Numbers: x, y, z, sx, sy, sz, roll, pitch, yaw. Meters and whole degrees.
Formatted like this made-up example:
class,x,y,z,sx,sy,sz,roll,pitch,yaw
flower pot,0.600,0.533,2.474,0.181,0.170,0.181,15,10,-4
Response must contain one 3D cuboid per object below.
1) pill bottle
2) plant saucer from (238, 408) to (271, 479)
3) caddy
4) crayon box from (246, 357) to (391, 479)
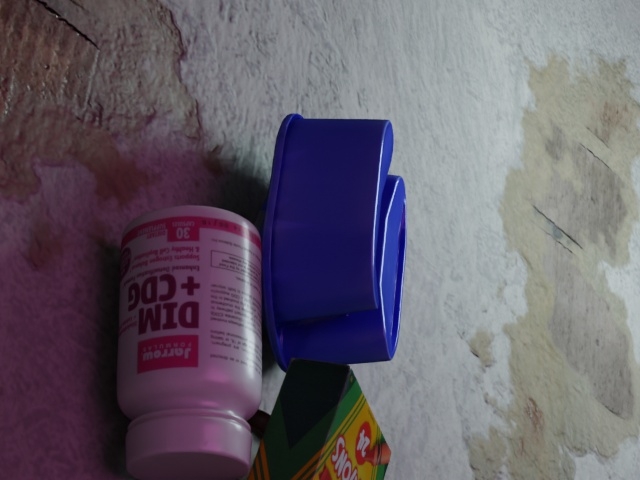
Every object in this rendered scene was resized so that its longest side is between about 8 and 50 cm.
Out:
class,x,y,z,sx,sy,sz,roll,pitch,yaw
pill bottle,-0.144,0.118,1.865,0.160,0.160,0.283,23,55,-42
plant saucer,-0.080,0.279,1.973,0.168,0.029,0.168,25,56,-42
caddy,0.000,0.000,2.067,0.241,0.179,0.341,73,19,-50
crayon box,-0.020,0.319,1.888,0.202,0.081,0.318,65,38,-51
